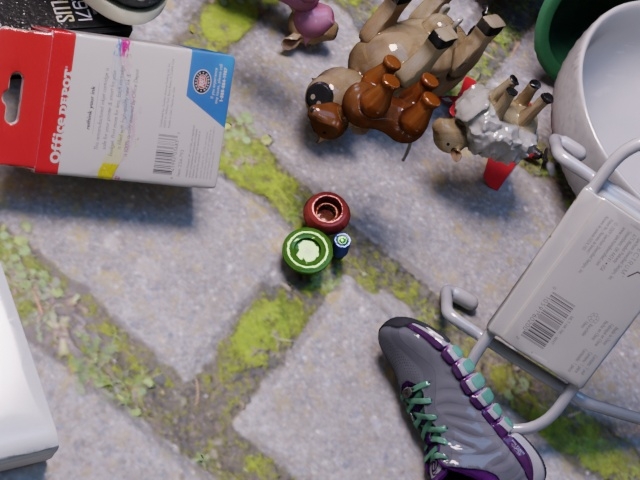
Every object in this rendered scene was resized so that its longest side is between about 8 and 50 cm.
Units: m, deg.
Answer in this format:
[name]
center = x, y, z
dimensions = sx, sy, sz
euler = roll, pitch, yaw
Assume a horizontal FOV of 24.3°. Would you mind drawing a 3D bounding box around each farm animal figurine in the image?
[farm animal figurine]
center = 0.046, -0.205, 1.590
dimensions = 0.327, 0.172, 0.330
euler = -1, 53, -39

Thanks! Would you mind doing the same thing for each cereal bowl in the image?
[cereal bowl]
center = 0.404, -0.105, 1.725
dimensions = 0.339, 0.141, 0.339
euler = 14, 56, -21

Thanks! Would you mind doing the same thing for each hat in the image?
[hat]
center = 0.305, -0.299, 1.847
dimensions = 0.208, 0.173, 0.183
euler = 25, 16, -38

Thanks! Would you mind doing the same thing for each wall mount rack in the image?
[wall mount rack]
center = 0.305, 0.060, 1.511
dimensions = 0.304, 0.350, 0.130
euler = 32, 17, -5

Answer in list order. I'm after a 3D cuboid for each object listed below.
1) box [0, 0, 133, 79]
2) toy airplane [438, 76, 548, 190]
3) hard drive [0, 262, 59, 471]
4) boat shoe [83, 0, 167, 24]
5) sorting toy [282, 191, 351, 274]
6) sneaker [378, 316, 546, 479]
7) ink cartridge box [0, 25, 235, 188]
[box]
center = -0.292, -0.258, 1.487
dimensions = 0.147, 0.077, 0.180
euler = -9, 66, -32
[toy airplane]
center = 0.202, -0.133, 1.706
dimensions = 0.151, 0.028, 0.151
euler = 13, 58, -21
[hard drive]
center = -0.416, 0.107, 1.219
dimensions = 0.353, 0.047, 0.233
euler = -9, 67, -33
[boat shoe]
center = -0.271, -0.357, 1.435
dimensions = 0.340, 0.113, 0.127
euler = 45, 50, 4
[sorting toy]
center = 0.000, 0.000, 1.516
dimensions = 0.061, 0.042, 0.102
euler = 25, 63, 6
[sneaker]
center = 0.120, 0.177, 1.442
dimensions = 0.223, 0.083, 0.098
euler = 49, 56, 5
[ink cartridge box]
center = -0.208, -0.129, 1.413
dimensions = 0.231, 0.078, 0.134
euler = 5, 100, -26
